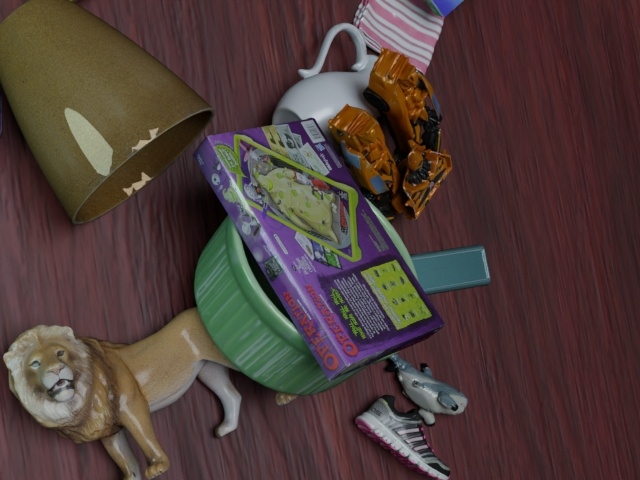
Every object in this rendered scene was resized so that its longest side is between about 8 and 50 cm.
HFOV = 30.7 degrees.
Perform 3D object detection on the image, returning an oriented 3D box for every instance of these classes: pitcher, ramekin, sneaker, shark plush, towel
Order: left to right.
[{"bbox_3d":[-0.025,0.063,1.600,0.303,0.148,0.303,23,45,-25],"label":"ramekin"},{"bbox_3d":[0.017,-0.220,1.740,0.207,0.125,0.178,-31,95,-35],"label":"pitcher"},{"bbox_3d":[0.140,-0.378,1.876,0.144,0.029,0.197,28,70,-19],"label":"towel"},{"bbox_3d":[0.136,0.291,1.736,0.170,0.063,0.075,39,73,-9],"label":"sneaker"},{"bbox_3d":[0.151,0.216,1.780,0.161,0.073,0.067,33,47,5],"label":"shark plush"}]

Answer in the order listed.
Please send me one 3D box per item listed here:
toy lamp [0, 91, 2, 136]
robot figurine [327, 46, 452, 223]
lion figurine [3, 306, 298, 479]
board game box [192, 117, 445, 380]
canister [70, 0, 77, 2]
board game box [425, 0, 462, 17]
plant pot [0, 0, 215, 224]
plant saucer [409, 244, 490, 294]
[{"bbox_3d":[-0.479,-0.260,1.535,0.080,0.080,0.275,-16,87,-27],"label":"toy lamp"},{"bbox_3d":[0.112,-0.136,1.707,0.211,0.085,0.291,-54,147,-13],"label":"robot figurine"},{"bbox_3d":[-0.216,0.176,1.568,0.392,0.142,0.240,-24,84,-41],"label":"lion figurine"},{"bbox_3d":[0.000,0.000,1.523,0.208,0.056,0.347,-13,67,-50],"label":"board game box"},{"bbox_3d":[-0.337,-0.405,1.631,0.170,0.073,0.126,-37,98,-27],"label":"canister"},{"bbox_3d":[0.175,-0.532,1.791,0.213,0.046,0.317,-42,117,1],"label":"board game box"},{"bbox_3d":[-0.312,-0.190,1.537,0.237,0.237,0.254,-40,88,-26],"label":"plant pot"},{"bbox_3d":[0.184,0.049,1.828,0.192,0.018,0.067,-8,84,-27],"label":"plant saucer"}]
